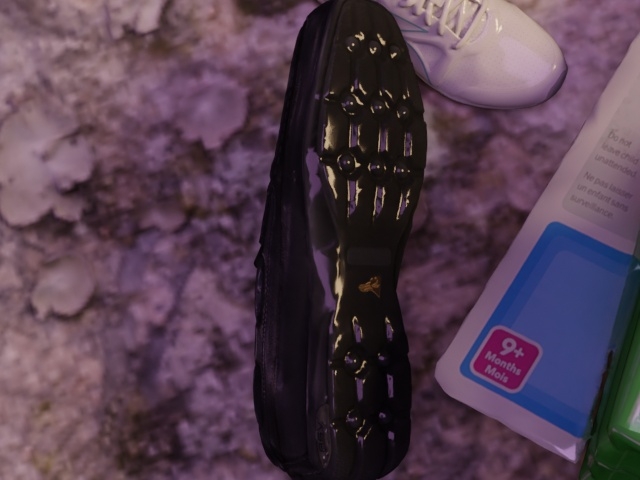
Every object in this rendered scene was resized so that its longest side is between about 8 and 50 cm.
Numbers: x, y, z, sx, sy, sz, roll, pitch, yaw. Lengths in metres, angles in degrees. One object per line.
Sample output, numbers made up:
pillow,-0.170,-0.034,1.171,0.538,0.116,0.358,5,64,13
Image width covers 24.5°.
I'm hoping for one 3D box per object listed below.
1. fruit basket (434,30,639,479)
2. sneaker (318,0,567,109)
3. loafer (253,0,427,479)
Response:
fruit basket,0.271,-0.010,0.605,0.327,0.165,0.353,30,80,13
sneaker,0.048,-0.112,0.698,0.152,0.061,0.053,32,84,9
loafer,0.000,0.000,0.674,0.078,0.076,0.223,-2,85,49
